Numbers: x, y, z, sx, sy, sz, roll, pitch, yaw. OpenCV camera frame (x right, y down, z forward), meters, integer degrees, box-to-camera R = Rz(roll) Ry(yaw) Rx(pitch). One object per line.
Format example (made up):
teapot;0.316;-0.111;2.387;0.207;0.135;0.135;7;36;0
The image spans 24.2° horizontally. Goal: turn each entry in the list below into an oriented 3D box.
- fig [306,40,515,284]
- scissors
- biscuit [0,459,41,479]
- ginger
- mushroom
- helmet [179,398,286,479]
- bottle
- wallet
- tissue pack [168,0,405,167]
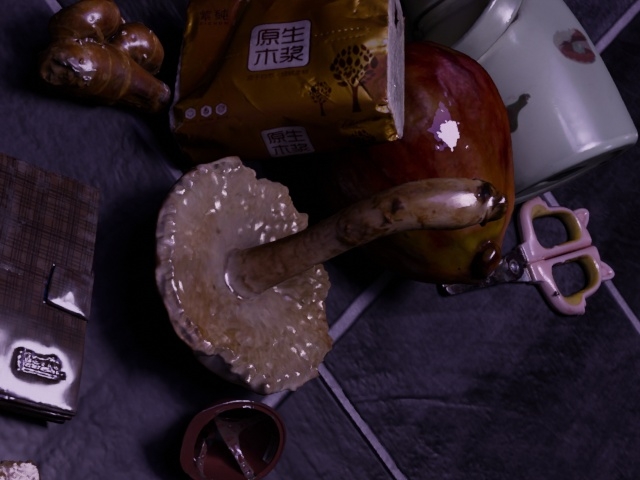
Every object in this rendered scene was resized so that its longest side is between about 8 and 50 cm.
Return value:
fig;0.102;-0.080;1.600;0.224;0.224;0.263;-13;98;-45
scissors;0.250;0.030;1.814;0.317;0.024;0.160;-14;80;-45
biscuit;-0.267;0.293;1.203;0.131;0.025;0.231;2;69;-41
ginger;-0.210;-0.182;1.457;0.162;0.073;0.103;17;75;-51
mushroom;-0.020;-0.016;1.413;0.233;0.301;0.208;28;19;-47
helmet;-0.092;0.178;1.397;0.111;0.057;0.089;12;105;-34
bottle;0.209;-0.228;1.768;0.229;0.229;0.351;-19;83;-46
wallet;-0.261;0.040;1.320;0.124;0.042;0.230;21;56;-31
tissue pack;-0.031;-0.170;1.503;0.092;0.226;0.183;69;20;-53
